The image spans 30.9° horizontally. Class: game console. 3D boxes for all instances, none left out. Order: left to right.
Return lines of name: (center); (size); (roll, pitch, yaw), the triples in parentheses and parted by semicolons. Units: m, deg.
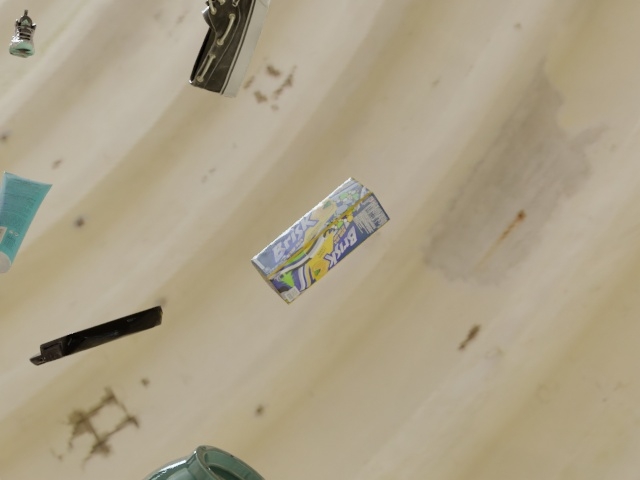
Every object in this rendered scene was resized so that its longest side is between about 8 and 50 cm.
game console: (-0.473, 0.198, 2.268); (0.361, 0.213, 0.044); (-21, -93, 50)

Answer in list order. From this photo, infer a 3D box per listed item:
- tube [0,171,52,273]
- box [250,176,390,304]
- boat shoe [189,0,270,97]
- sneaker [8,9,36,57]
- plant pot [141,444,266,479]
tube: (-0.485, -0.036, 1.822); (0.207, 0.080, 0.052); (-83, -165, -48)
box: (0.000, 0.000, 1.441); (0.054, 0.169, 0.059); (55, -8, -34)
boat shoe: (-0.109, -0.276, 1.428); (0.077, 0.070, 0.219); (-101, -153, -54)
sneaker: (-0.441, -0.310, 1.724); (0.098, 0.038, 0.069); (13, -88, 66)
plant pot: (-0.195, 0.481, 2.004); (0.293, 0.293, 0.196); (40, -80, 36)
